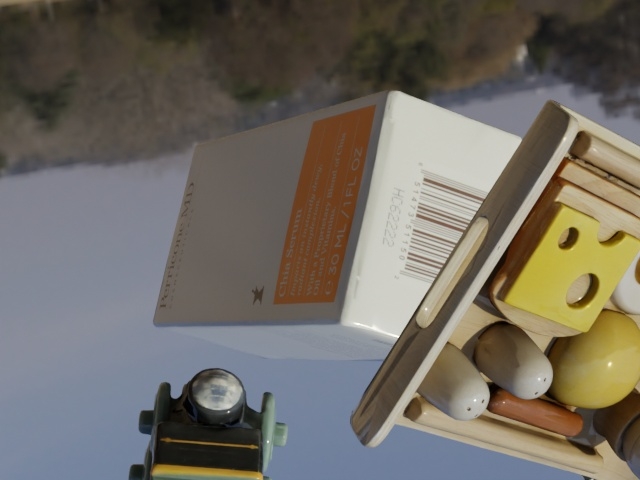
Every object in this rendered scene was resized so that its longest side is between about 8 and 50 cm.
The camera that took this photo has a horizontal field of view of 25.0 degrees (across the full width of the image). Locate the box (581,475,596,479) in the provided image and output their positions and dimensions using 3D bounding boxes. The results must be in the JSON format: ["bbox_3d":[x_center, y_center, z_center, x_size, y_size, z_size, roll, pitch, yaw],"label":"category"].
[{"bbox_3d":[0.266,0.192,1.352,0.067,0.083,0.018,-31,-140,9],"label":"box"}]

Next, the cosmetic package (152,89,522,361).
[{"bbox_3d":[0.000,0.000,1.517,0.161,0.230,0.453,17,168,-26],"label":"cosmetic package"}]

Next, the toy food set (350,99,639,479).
[{"bbox_3d":[0.184,0.062,0.889,0.306,0.220,0.092,21,-165,-40],"label":"toy food set"}]

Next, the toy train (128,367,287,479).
[{"bbox_3d":[-0.116,0.273,1.357,0.142,0.334,0.190,7,-136,-5],"label":"toy train"}]
